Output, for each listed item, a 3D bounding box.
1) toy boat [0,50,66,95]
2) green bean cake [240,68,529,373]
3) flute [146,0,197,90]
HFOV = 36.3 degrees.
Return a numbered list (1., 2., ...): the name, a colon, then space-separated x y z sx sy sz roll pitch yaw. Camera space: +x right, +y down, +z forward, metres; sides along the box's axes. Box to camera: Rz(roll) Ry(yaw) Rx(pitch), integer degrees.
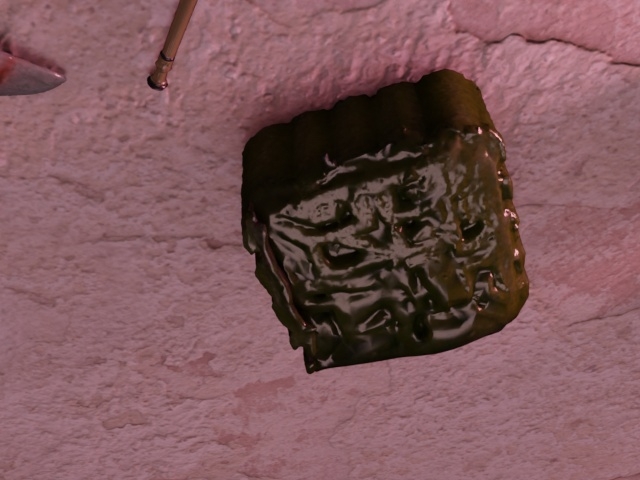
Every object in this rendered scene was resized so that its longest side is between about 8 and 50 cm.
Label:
1. toy boat: -0.418 -0.202 1.043 0.206 0.096 0.282 -30 150 34
2. green bean cake: 0.086 -0.014 1.198 0.319 0.218 0.335 -18 126 8
3. flute: -0.145 -0.252 1.053 0.027 0.027 0.233 11 138 -22
